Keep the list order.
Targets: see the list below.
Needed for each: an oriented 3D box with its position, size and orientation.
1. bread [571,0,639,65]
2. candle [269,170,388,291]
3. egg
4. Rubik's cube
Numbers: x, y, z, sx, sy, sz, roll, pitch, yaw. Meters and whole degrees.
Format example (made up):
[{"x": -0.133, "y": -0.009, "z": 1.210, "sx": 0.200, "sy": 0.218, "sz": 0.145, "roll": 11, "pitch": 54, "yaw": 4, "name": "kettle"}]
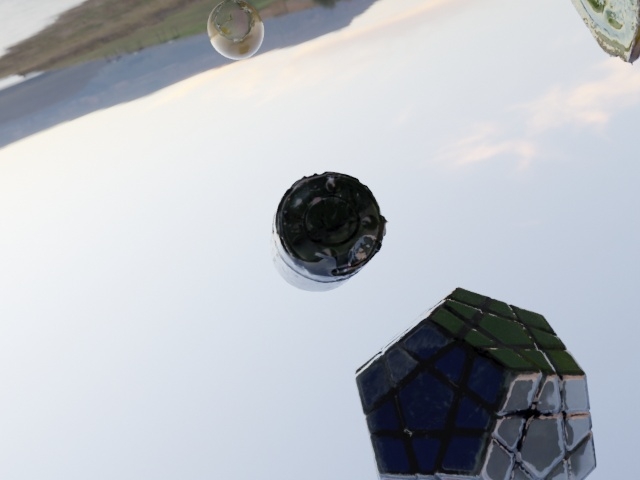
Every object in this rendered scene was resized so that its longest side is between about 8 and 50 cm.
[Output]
[{"x": 0.299, "y": -0.297, "z": 0.652, "sx": 0.070, "sy": 0.236, "sz": 0.236, "roll": -26, "pitch": -160, "yaw": 11, "name": "bread"}, {"x": 0.000, "y": 0.000, "z": 1.174, "sx": 0.188, "sy": 0.187, "sz": 0.330, "roll": -26, "pitch": 172, "yaw": -12, "name": "candle"}, {"x": -0.122, "y": -0.300, "z": 0.929, "sx": 0.080, "sy": 0.080, "sz": 0.096, "roll": -24, "pitch": 179, "yaw": -8, "name": "egg"}, {"x": 0.189, "y": 0.221, "z": 0.834, "sx": 0.319, "sy": 0.264, "sz": 0.318, "roll": -12, "pitch": -114, "yaw": 30, "name": "Rubik's cube"}]
